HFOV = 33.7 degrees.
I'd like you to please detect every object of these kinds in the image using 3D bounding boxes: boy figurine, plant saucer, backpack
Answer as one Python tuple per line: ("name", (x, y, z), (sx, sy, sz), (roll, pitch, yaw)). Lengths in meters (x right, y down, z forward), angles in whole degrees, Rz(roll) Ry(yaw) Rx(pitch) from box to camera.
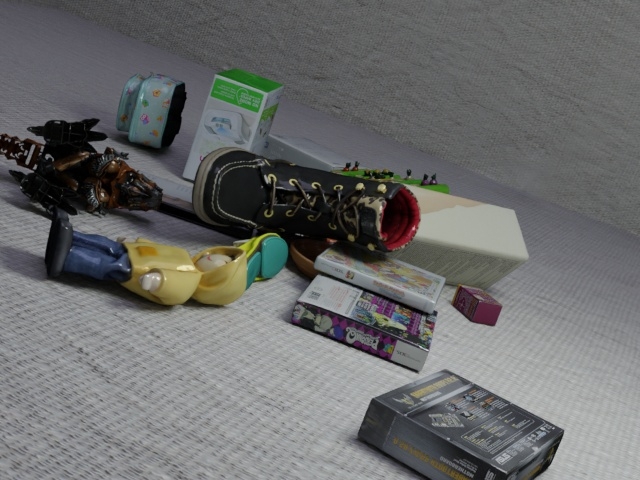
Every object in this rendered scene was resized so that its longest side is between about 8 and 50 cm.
("boy figurine", (-0.232, 0.034, 1.460), (0.285, 0.092, 0.177), (11, 13, -19))
("plant saucer", (0.037, 0.052, 1.873), (0.199, 0.037, 0.200), (18, 13, -4))
("backpack", (-0.375, -0.289, 2.353), (0.144, 0.166, 0.188), (16, 11, -10))

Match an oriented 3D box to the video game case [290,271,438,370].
("video game case", (0.075, 0.117, 1.655), (0.210, 0.042, 0.232), (20, 13, 5))

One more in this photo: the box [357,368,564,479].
("box", (0.178, 0.238, 1.300), (0.183, 0.056, 0.231), (25, 14, 25))

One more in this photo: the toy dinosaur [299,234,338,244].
("toy dinosaur", (0.000, 0.000, 2.065), (0.082, 0.047, 0.090), (29, 47, 0))

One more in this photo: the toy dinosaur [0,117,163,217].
("toy dinosaur", (-0.422, -0.112, 1.743), (0.321, 0.164, 0.218), (-1, 2, -8))

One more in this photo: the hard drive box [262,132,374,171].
("hard drive box", (-0.017, -0.178, 2.584), (0.232, 0.089, 0.181), (28, 16, 32))

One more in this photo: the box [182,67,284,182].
("box", (-0.182, -0.239, 2.291), (0.126, 0.231, 0.262), (20, 14, 1))

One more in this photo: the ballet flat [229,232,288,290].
("ballet flat", (-0.119, 0.030, 1.678), (0.077, 0.077, 0.231), (9, 12, 14))

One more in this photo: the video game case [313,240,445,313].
("video game case", (0.107, 0.056, 1.804), (0.206, 0.026, 0.227), (21, 12, 7))

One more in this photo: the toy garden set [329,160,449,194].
("toy garden set", (0.105, -0.129, 2.142), (0.203, 0.049, 0.244), (-6, 15, -43))

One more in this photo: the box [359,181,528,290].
("box", (0.237, -0.003, 2.062), (0.311, 0.148, 0.121), (11, 54, -34))

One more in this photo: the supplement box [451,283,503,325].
("supplement box", (0.287, 0.118, 1.945), (0.055, 0.043, 0.083), (13, 14, -25))

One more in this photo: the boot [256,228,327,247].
("boot", (-0.056, -0.010, 1.996), (0.114, 0.037, 0.106), (22, 11, 30))

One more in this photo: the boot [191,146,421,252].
("boot", (-0.016, -0.063, 1.797), (0.284, 0.138, 0.377), (12, 0, 27))

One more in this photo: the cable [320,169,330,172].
("cable", (0.030, -0.082, 2.251), (0.257, 0.089, 0.257), (23, 17, 32))

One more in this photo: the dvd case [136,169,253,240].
("dvd case", (-0.242, -0.068, 1.984), (0.253, 0.022, 0.180), (19, 13, -4))
